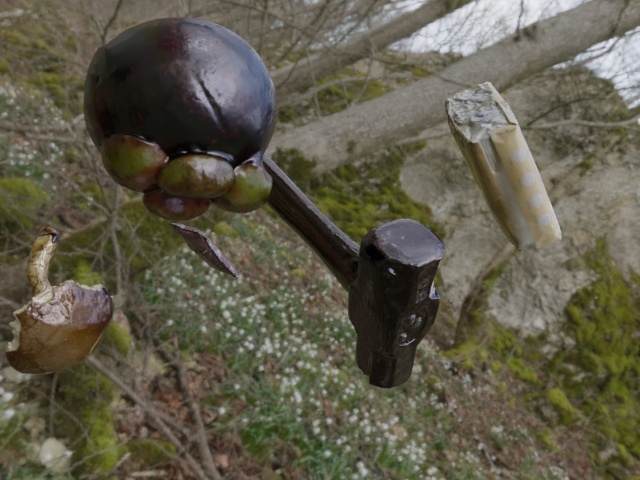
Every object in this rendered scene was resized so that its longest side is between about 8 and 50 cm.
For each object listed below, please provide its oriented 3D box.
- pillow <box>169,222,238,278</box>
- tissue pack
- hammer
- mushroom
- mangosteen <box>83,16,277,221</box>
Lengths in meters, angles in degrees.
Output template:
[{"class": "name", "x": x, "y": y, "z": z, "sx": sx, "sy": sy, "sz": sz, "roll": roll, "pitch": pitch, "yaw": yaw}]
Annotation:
[{"class": "pillow", "x": -0.275, "y": 0.022, "z": 1.467, "sx": 0.118, "sy": 0.043, "sz": 0.185, "roll": 17, "pitch": -26, "yaw": 40}, {"class": "tissue pack", "x": 0.278, "y": -0.111, "z": 0.928, "sx": 0.222, "sy": 0.090, "sz": 0.186, "roll": 55, "pitch": 18, "yaw": -28}, {"class": "hammer", "x": 0.000, "y": 0.000, "z": 0.872, "sx": 0.409, "sy": 0.095, "sz": 0.242, "roll": 44, "pitch": -33, "yaw": 33}, {"class": "mushroom", "x": -0.567, "y": 0.149, "z": 1.314, "sx": 0.208, "sy": 0.233, "sz": 0.301, "roll": 39, "pitch": 5, "yaw": -32}, {"class": "mangosteen", "x": -0.142, "y": -0.126, "z": 0.629, "sx": 0.210, "sy": 0.210, "sz": 0.209, "roll": 160, "pitch": -90, "yaw": -81}]
